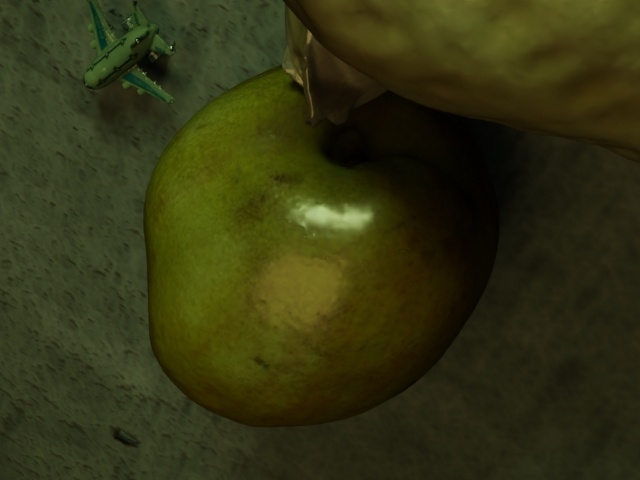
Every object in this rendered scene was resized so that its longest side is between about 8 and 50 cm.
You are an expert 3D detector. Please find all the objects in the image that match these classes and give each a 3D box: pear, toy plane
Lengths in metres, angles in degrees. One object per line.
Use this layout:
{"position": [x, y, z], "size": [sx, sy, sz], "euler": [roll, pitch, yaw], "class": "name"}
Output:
{"position": [0.000, 0.000, 0.725], "size": [0.200, 0.200, 0.200], "euler": [16, 128, 22], "class": "pear"}
{"position": [-0.117, -0.112, 0.827], "size": [0.080, 0.033, 0.083], "euler": [51, 139, -10], "class": "toy plane"}

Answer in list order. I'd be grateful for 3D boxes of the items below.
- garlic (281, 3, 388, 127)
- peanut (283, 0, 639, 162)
{"position": [0.033, -0.152, 0.648], "size": [0.087, 0.101, 0.195], "euler": [29, 115, 53], "class": "garlic"}
{"position": [0.157, -0.115, 0.527], "size": [0.387, 0.169, 0.192], "euler": [15, 148, -5], "class": "peanut"}
